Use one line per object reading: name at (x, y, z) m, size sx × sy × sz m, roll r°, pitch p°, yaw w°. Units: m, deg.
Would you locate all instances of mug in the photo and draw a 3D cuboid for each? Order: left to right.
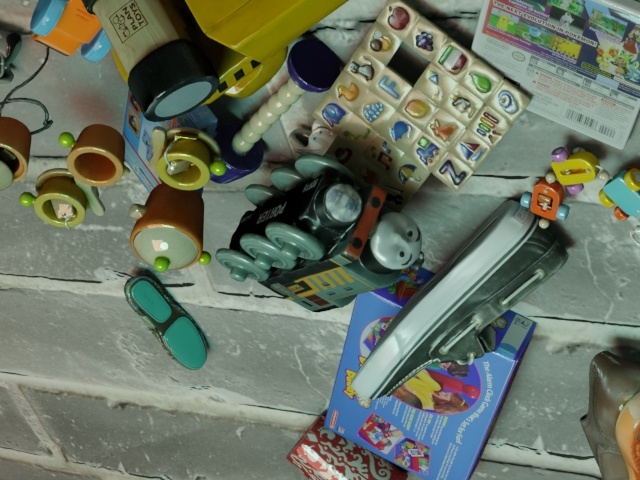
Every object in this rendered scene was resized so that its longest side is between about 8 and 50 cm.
mug at (0.031, 0.371, 2.192) m, size 0.169 × 0.113 × 0.150 m, roll 39°, pitch 139°, yaw 1°

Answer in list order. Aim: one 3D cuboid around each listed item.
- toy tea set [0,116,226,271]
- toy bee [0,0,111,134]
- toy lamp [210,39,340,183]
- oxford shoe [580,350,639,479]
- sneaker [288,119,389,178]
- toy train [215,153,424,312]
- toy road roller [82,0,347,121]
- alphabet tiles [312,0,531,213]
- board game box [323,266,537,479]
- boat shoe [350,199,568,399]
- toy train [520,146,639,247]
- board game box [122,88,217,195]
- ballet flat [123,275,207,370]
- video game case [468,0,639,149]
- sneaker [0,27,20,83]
toy tea set at (-0.289, -0.052, 1.767) m, size 0.336 × 0.124 × 0.200 m, roll 6°, pitch 140°, yaw 3°
toy bee at (-0.327, -0.301, 1.761) m, size 0.298 × 0.162 × 0.195 m, roll -30°, pitch 129°, yaw 16°
toy lamp at (-0.073, -0.154, 1.765) m, size 0.080 × 0.080 × 0.274 m, roll 41°, pitch 142°, yaw -6°
oxford shoe at (0.422, 0.276, 1.834) m, size 0.133 × 0.130 × 0.364 m, roll 49°, pitch 162°, yaw 40°
sneaker at (0.031, -0.123, 1.731) m, size 0.190 × 0.071 × 0.083 m, roll -9°, pitch 117°, yaw 41°
toy train at (0.000, 0.000, 1.738) m, size 0.190 × 0.142 × 0.334 m, roll 29°, pitch 160°, yaw -17°
toy road roller at (-0.098, -0.283, 1.572) m, size 0.329 × 0.240 × 0.202 m, roll -34°, pitch 76°, yaw 17°
alphabet tiles at (0.105, -0.143, 1.626) m, size 0.198 × 0.009 × 0.237 m, roll 38°, pitch 128°, yaw 2°
board game box at (0.146, 0.196, 1.956) m, size 0.233 × 0.078 × 0.347 m, roll 26°, pitch 140°, yaw 12°
boat shoe at (0.173, 0.102, 1.729) m, size 0.119 × 0.121 × 0.335 m, roll 41°, pitch 115°, yaw -2°
toy train at (0.318, -0.056, 1.608) m, size 0.166 × 0.046 × 0.125 m, roll 19°, pitch 139°, yaw 25°
board game box at (-0.208, -0.139, 1.858) m, size 0.160 × 0.039 × 0.211 m, roll 52°, pitch 148°, yaw 25°
ballet flat at (-0.248, 0.127, 2.196) m, size 0.070 × 0.070 × 0.188 m, roll -12°, pitch 120°, yaw 42°
video game case at (0.266, -0.208, 1.510) m, size 0.201 × 0.023 × 0.183 m, roll 26°, pitch 140°, yaw 14°
sneaker at (-0.485, -0.306, 1.919) m, size 0.132 × 0.086 × 0.229 m, roll 9°, pitch 144°, yaw 22°
